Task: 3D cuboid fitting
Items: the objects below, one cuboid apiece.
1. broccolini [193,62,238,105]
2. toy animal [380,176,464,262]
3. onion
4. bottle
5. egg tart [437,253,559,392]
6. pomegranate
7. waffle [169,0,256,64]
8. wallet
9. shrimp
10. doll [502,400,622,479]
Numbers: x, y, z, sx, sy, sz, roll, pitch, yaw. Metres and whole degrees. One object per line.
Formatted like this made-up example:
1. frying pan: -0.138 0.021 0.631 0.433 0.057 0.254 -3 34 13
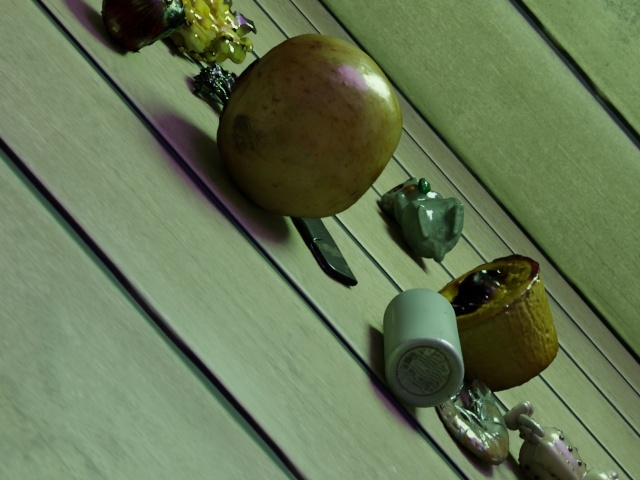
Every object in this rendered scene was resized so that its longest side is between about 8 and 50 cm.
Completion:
1. broccolini: -0.089 -0.187 1.998 0.271 0.062 0.123 37 32 -22
2. toy animal: 0.175 -0.057 2.407 0.125 0.127 0.251 29 7 -24
3. onion: -0.250 -0.320 1.764 0.118 0.118 0.117 47 29 -6
4. bottle: 0.138 0.133 1.745 0.104 0.104 0.245 46 14 -11
5. egg tart: 0.266 0.130 1.991 0.171 0.215 0.215 61 10 -16
6. pomegranate: -0.015 -0.156 1.742 0.260 0.260 0.260 45 14 -15
7. waffle: -0.264 -0.444 2.096 0.382 0.095 0.379 54 15 10
8. wallet: 0.000 0.000 1.861 0.082 0.018 0.157 31 23 -50
9. shrimp: 0.213 0.242 1.819 0.126 0.047 0.223 36 18 -11
10. doll: 0.372 0.350 1.862 0.278 0.119 0.154 49 2 8
